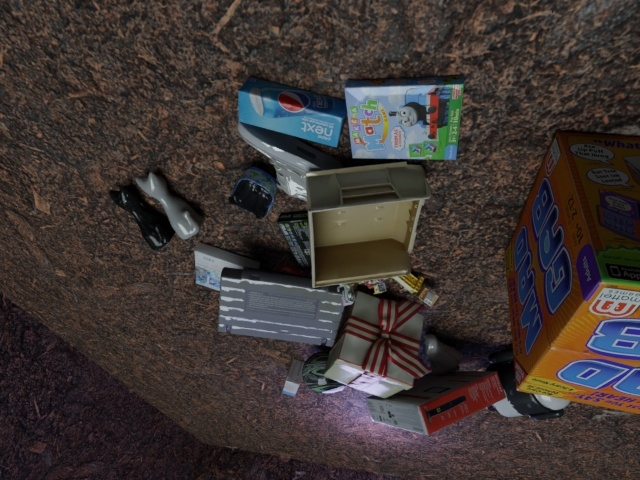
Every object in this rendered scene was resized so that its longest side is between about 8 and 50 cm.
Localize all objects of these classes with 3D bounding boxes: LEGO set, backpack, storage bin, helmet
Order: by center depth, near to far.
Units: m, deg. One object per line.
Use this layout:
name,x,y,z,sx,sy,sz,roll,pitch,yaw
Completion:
storage bin,0.100,-0.030,0.912,0.261,0.123,0.262,-7,140,-4
backpack,-0.154,-0.125,0.981,0.105,0.084,0.114,28,145,-9
LEGO set,0.177,0.120,1.122,0.287,0.132,0.107,5,161,-20
helmet,0.013,0.509,1.560,0.162,0.169,0.169,13,141,-18

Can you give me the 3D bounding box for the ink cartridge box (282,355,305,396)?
ink cartridge box,-0.112,0.580,1.723,0.062,0.104,0.181,17,139,1

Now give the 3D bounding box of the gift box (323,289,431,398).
gift box,0.182,0.316,1.233,0.277,0.255,0.258,16,148,-3

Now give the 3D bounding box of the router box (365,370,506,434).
router box,0.354,0.504,1.294,0.301,0.082,0.335,-12,168,-23

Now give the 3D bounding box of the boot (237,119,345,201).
boot,-0.081,-0.165,0.901,0.258,0.095,0.123,28,131,-12

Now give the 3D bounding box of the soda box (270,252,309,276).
soda box,-0.145,0.163,1.238,0.092,0.083,0.263,32,118,-17

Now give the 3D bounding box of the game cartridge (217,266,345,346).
game cartridge,-0.114,0.193,1.173,0.355,0.068,0.230,9,120,-5

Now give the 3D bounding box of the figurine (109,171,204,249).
figurine,-0.464,-0.089,1.138,0.215,0.092,0.209,-16,124,32

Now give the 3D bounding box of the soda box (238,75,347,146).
soda box,-0.055,-0.260,0.812,0.210,0.067,0.071,15,139,2

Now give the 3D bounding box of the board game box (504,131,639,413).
board game box,0.575,0.066,0.722,0.357,0.356,0.356,8,139,11

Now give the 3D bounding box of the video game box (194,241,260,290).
video game box,-0.305,0.106,1.319,0.205,0.048,0.187,19,137,-1

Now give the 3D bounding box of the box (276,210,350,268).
box,0.000,0.000,1.096,0.184,0.045,0.190,-6,133,22

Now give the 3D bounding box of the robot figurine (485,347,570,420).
robot figurine,0.639,0.456,1.274,0.209,0.173,0.278,27,139,-26

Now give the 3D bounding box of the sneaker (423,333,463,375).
sneaker,0.408,0.370,1.336,0.115,0.090,0.232,-11,141,21

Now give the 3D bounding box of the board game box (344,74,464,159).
board game box,0.161,-0.233,0.786,0.212,0.039,0.160,4,138,16
